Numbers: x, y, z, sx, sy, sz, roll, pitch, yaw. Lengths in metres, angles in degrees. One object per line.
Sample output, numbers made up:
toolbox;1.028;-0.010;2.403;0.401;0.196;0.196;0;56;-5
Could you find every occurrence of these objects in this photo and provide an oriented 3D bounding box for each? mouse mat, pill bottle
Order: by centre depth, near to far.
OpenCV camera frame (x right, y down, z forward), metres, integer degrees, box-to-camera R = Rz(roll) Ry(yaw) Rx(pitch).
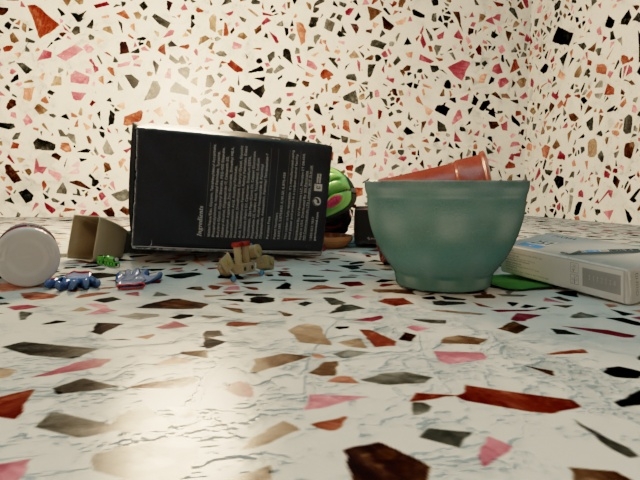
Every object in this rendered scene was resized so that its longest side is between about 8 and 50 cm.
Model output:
pill bottle;-0.557;0.022;1.068;0.108;0.108;0.193;-2;6;-27
mouse mat;0.396;0.079;1.090;0.190;0.007;0.153;-3;6;-19

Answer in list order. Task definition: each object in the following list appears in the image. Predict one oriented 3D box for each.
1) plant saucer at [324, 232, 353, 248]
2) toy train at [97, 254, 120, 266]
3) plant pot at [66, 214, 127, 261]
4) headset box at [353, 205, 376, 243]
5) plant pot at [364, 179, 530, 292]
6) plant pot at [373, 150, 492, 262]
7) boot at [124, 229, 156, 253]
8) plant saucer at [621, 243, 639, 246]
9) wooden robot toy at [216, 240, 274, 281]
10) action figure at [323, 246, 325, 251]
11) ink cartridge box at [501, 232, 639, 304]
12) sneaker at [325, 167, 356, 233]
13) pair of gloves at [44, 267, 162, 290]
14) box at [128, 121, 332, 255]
plant saucer;0.000;0.000;1.729;0.200;0.037;0.200;1;6;0
toy train;-0.479;0.046;1.269;0.083;0.023;0.017;4;7;39
plant pot;-0.541;0.000;1.379;0.109;0.108;0.096;4;-6;34
headset box;0.215;-0.052;1.787;0.218;0.110;0.293;1;5;4
plant pot;0.226;-0.014;1.032;0.293;0.196;0.293;0;6;0
plant pot;0.263;-0.060;1.328;0.265;0.272;0.272;-6;4;11
boot;-0.503;-0.009;1.589;0.190;0.076;0.208;15;13;1
plant saucer;0.680;0.038;1.355;0.318;0.043;0.317;0;6;0
wooden robot toy;-0.171;0.042;1.128;0.079;0.076;0.173;-9;0;29
action figure;-0.046;0.017;1.600;0.115;0.030;0.038;-1;10;6
ink cartridge box;0.538;0.034;1.053;0.261;0.066;0.296;-10;12;-22
sneaker;0.023;-0.114;1.841;0.202;0.185;0.483;7;-11;-17
pair of gloves;-0.394;0.069;1.037;0.198;0.023;0.159;-2;6;-16
box;-0.274;-0.154;1.543;0.472;0.297;0.480;1;12;-20
